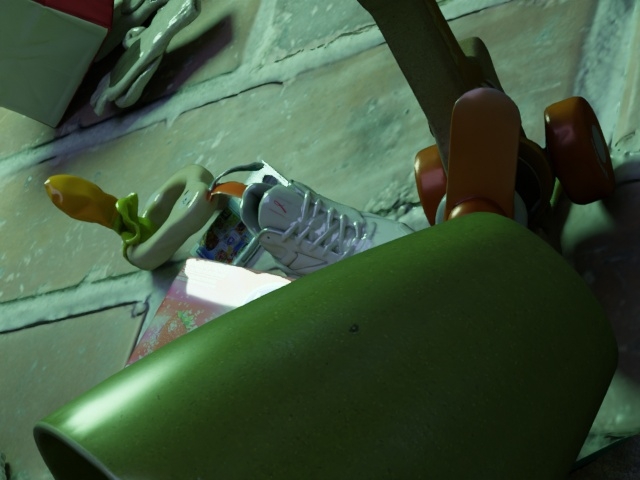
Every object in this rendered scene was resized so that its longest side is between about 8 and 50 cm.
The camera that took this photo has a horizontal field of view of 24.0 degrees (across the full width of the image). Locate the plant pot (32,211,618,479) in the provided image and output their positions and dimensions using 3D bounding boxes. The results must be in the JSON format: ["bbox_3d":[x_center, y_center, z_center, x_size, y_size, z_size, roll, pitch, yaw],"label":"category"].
[{"bbox_3d":[0.029,0.122,0.900,0.293,0.275,0.274,-40,30,-20],"label":"plant pot"}]

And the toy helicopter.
[{"bbox_3d":[0.091,-0.085,1.054,0.140,0.355,0.235,-18,37,22],"label":"toy helicopter"}]

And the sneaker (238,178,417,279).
[{"bbox_3d":[0.000,0.000,1.306,0.232,0.115,0.090,13,70,54],"label":"sneaker"}]

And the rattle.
[{"bbox_3d":[-0.165,-0.060,1.530,0.130,0.143,0.199,-47,13,-32],"label":"rattle"}]

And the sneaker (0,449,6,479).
[{"bbox_3d":[-0.367,0.236,1.561,0.091,0.094,0.258,-32,39,-31],"label":"sneaker"}]

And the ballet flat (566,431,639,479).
[{"bbox_3d":[0.234,0.152,0.927,0.316,0.107,0.106,-40,56,28],"label":"ballet flat"}]

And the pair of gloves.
[{"bbox_3d":[-0.213,-0.264,1.865,0.204,0.042,0.240,-46,29,20],"label":"pair of gloves"}]

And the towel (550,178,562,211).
[{"bbox_3d":[0.167,-0.021,1.220,0.060,0.009,0.083,-6,57,47],"label":"towel"}]

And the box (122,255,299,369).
[{"bbox_3d":[-0.010,0.121,1.177,0.300,0.154,0.142,10,68,54],"label":"box"}]

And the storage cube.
[{"bbox_3d":[-0.381,-0.296,1.925,0.215,0.183,0.193,-52,29,37],"label":"storage cube"}]

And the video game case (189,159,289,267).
[{"bbox_3d":[-0.077,-0.018,1.507,0.122,0.011,0.087,-52,34,2],"label":"video game case"}]
